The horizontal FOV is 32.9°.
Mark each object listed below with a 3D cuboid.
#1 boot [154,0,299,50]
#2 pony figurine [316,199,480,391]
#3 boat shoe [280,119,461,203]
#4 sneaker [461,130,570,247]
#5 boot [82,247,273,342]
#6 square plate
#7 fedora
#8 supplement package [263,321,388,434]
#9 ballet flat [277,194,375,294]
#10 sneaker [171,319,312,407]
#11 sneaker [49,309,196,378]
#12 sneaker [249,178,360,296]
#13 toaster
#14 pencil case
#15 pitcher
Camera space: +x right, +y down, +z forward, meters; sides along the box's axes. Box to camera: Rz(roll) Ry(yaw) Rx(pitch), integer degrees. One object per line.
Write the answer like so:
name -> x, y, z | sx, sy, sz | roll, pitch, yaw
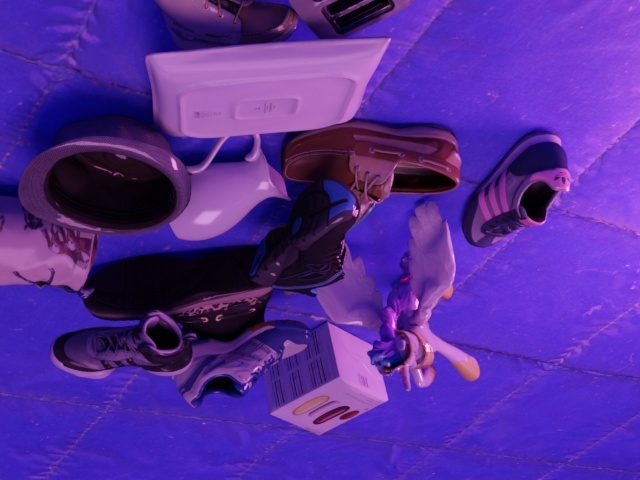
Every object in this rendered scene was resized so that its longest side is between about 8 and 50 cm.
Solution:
boot -> -0.150, -0.341, 1.519 | 0.213, 0.077, 0.165 | 4, 149, 28
pony figurine -> 0.173, 0.133, 2.145 | 0.302, 0.351, 0.363 | -22, 163, 21
boat shoe -> 0.095, -0.131, 1.887 | 0.324, 0.120, 0.123 | -4, 144, -11
sneaker -> 0.365, -0.060, 2.054 | 0.112, 0.131, 0.319 | 3, 143, -20
boot -> -0.272, 0.150, 2.179 | 0.377, 0.138, 0.284 | -11, 146, -10
square plate -> -0.086, -0.221, 1.654 | 0.344, 0.049, 0.347 | -6, 170, -8
fedora -> -0.346, -0.121, 1.773 | 0.275, 0.124, 0.244 | 8, 141, -17
supplement package -> 0.007, 0.318, 2.475 | 0.203, 0.149, 0.194 | -31, 141, 25
ballet flat -> -0.019, -0.020, 2.047 | 0.106, 0.108, 0.316 | 23, 126, -23
sneaker -> -0.146, 0.251, 2.150 | 0.296, 0.131, 0.112 | -16, 144, -16
sneaker -> -0.361, 0.186, 2.003 | 0.268, 0.101, 0.153 | 3, 153, -15
sneaker -> 0.000, 0.000, 1.903 | 0.139, 0.125, 0.341 | 24, 151, -16
toaster -> 0.024, -0.385, 1.517 | 0.185, 0.110, 0.168 | -23, 143, 16
pencil case -> -0.591, 0.007, 1.857 | 0.410, 0.160, 0.184 | 5, 130, -22
pitcher -> -0.177, -0.101, 1.873 | 0.207, 0.125, 0.178 | -24, 123, 1
